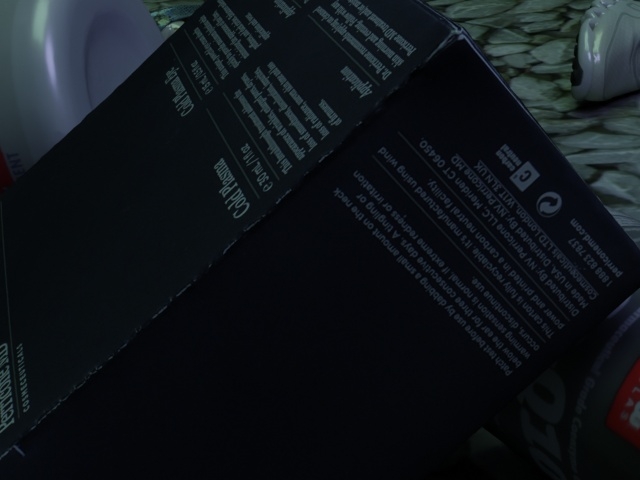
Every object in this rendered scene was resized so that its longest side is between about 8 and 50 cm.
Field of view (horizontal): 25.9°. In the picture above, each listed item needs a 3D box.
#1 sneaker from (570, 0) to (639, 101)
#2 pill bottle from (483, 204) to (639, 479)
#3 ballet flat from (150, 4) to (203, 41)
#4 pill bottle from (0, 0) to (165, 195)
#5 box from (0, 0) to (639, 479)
[{"bbox_3d":[0.368,-0.220,1.535,0.118,0.110,0.292,21,34,29],"label":"sneaker"},{"bbox_3d":[0.205,0.093,0.763,0.161,0.161,0.283,-15,25,-23],"label":"pill bottle"},{"bbox_3d":[-0.158,-0.270,1.797,0.188,0.070,0.070,-19,27,-23],"label":"ballet flat"},{"bbox_3d":[-0.329,-0.068,1.111,0.407,0.229,0.229,-12,20,19],"label":"pill bottle"},{"bbox_3d":[-0.035,0.002,0.823,0.312,0.179,0.343,-41,25,5],"label":"box"}]
